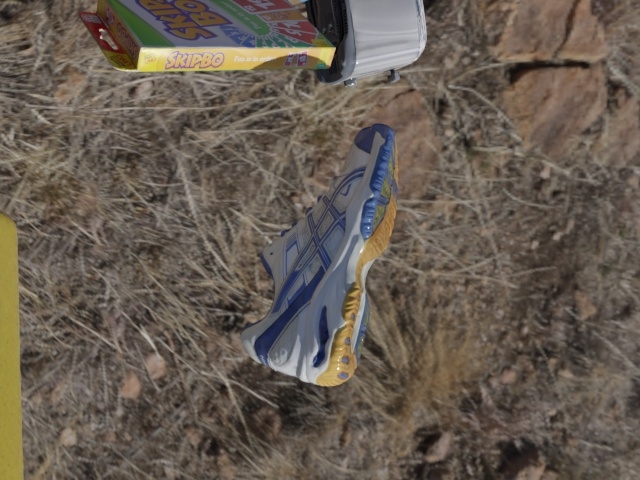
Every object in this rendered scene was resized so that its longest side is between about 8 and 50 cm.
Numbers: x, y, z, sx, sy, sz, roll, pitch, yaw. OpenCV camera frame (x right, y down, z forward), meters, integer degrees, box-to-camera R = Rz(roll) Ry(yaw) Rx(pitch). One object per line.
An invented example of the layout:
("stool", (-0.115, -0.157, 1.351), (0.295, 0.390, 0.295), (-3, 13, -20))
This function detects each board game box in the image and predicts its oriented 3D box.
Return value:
("board game box", (-0.122, -0.229, 0.938), (0.259, 0.124, 0.039), (-11, 136, -32))

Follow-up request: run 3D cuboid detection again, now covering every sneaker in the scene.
("sneaker", (0.000, 0.000, 0.916), (0.112, 0.130, 0.297), (60, 44, -62))

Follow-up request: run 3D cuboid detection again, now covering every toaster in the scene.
("toaster", (0.061, -0.341, 1.253), (0.146, 0.129, 0.227), (-11, 92, -25))

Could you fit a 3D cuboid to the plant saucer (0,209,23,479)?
("plant saucer", (-0.377, 0.078, 0.575), (0.332, 0.333, 0.081), (-1, 139, -20))
